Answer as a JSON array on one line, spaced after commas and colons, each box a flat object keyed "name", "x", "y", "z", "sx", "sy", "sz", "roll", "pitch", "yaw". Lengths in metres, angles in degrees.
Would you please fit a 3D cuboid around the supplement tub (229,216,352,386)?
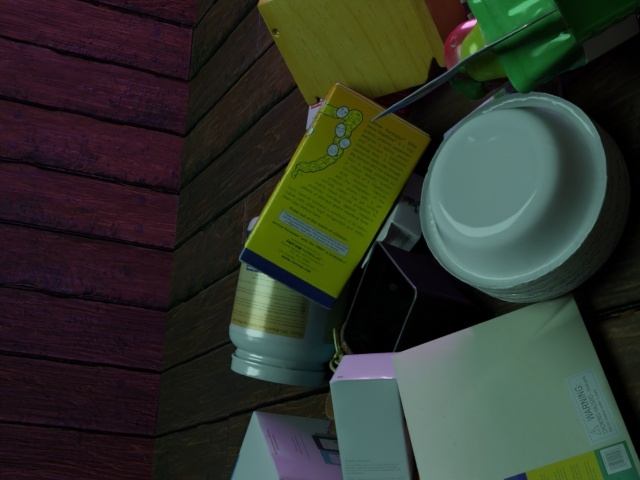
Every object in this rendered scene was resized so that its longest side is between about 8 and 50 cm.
[{"name": "supplement tub", "x": -0.060, "y": 0.123, "z": 2.208, "sx": 0.228, "sy": 0.228, "sz": 0.316, "roll": -170, "pitch": 90, "yaw": -67}]

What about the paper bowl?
[{"name": "paper bowl", "x": 0.264, "y": -0.067, "z": 1.489, "sx": 0.284, "sy": 0.148, "sz": 0.284, "roll": -15, "pitch": 65, "yaw": 35}]

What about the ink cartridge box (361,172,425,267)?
[{"name": "ink cartridge box", "x": 0.140, "y": -0.024, "z": 1.926, "sx": 0.104, "sy": 0.062, "sz": 0.181, "roll": -56, "pitch": 7, "yaw": 46}]

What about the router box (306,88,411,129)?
[{"name": "router box", "x": 0.088, "y": -0.386, "z": 2.267, "sx": 0.335, "sy": 0.082, "sz": 0.301, "roll": 178, "pitch": 101, "yaw": -67}]

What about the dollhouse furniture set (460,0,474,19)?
[{"name": "dollhouse furniture set", "x": 0.320, "y": -0.388, "z": 1.757, "sx": 0.182, "sy": 0.101, "sz": 0.161, "roll": -1, "pitch": 104, "yaw": 66}]

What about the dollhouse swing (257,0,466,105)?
[{"name": "dollhouse swing", "x": 0.117, "y": -0.477, "z": 2.078, "sx": 0.347, "sy": 0.315, "sz": 0.305, "roll": -12, "pitch": 24, "yaw": 40}]

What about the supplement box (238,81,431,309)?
[{"name": "supplement box", "x": 0.024, "y": -0.088, "z": 1.973, "sx": 0.356, "sy": 0.195, "sz": 0.194, "roll": -60, "pitch": 4, "yaw": 8}]

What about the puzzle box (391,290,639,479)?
[{"name": "puzzle box", "x": 0.259, "y": 0.276, "z": 1.396, "sx": 0.052, "sy": 0.272, "sz": 0.409, "roll": 59, "pitch": -165, "yaw": -46}]

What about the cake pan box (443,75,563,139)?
[{"name": "cake pan box", "x": 0.289, "y": -0.107, "z": 1.695, "sx": 0.267, "sy": 0.070, "sz": 0.245, "roll": -35, "pitch": 51, "yaw": 58}]

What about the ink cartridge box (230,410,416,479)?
[{"name": "ink cartridge box", "x": 0.004, "y": 0.440, "z": 1.867, "sx": 0.197, "sy": 0.270, "sz": 0.198, "roll": -121, "pitch": 47, "yaw": -60}]

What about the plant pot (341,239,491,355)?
[{"name": "plant pot", "x": 0.163, "y": 0.132, "z": 1.758, "sx": 0.188, "sy": 0.167, "sz": 0.187, "roll": -123, "pitch": 47, "yaw": -60}]

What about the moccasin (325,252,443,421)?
[{"name": "moccasin", "x": 0.087, "y": 0.182, "z": 1.940, "sx": 0.139, "sy": 0.147, "sz": 0.380, "roll": -104, "pitch": 33, "yaw": -45}]

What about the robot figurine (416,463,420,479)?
[{"name": "robot figurine", "x": 0.208, "y": 0.310, "z": 1.630, "sx": 0.158, "sy": 0.128, "sz": 0.219, "roll": 51, "pitch": -142, "yaw": -66}]

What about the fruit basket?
[{"name": "fruit basket", "x": 0.279, "y": -0.276, "z": 1.533, "sx": 0.165, "sy": 0.327, "sz": 0.353, "roll": 57, "pitch": 145, "yaw": 3}]

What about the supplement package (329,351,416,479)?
[{"name": "supplement package", "x": 0.084, "y": 0.270, "z": 1.632, "sx": 0.105, "sy": 0.105, "sz": 0.179, "roll": -51, "pitch": -45, "yaw": -68}]
